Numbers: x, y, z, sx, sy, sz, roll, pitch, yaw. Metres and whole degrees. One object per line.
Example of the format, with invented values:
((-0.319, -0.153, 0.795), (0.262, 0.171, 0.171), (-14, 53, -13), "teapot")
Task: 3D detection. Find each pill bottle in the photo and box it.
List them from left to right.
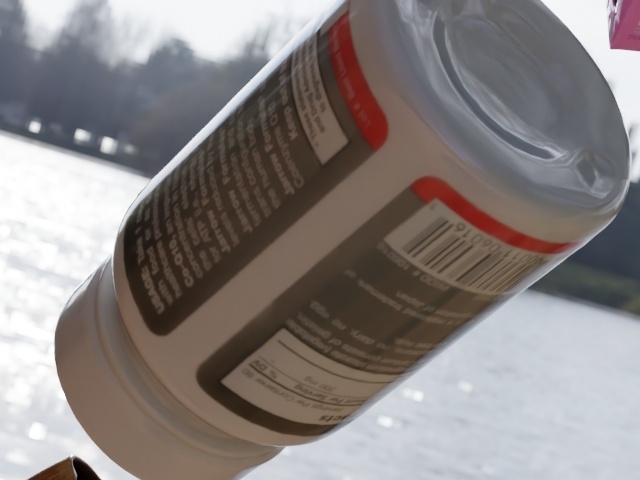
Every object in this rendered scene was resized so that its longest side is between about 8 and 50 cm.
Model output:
((0.000, 0.000, 0.890), (0.161, 0.161, 0.283), (16, -43, -37), "pill bottle")

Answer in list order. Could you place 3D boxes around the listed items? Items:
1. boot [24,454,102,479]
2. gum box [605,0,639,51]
((-0.209, 0.254, 1.221), (0.264, 0.280, 0.096), (54, 14, -43), "boot")
((0.257, -0.155, 1.033), (0.188, 0.062, 0.107), (4, -29, -6), "gum box")
